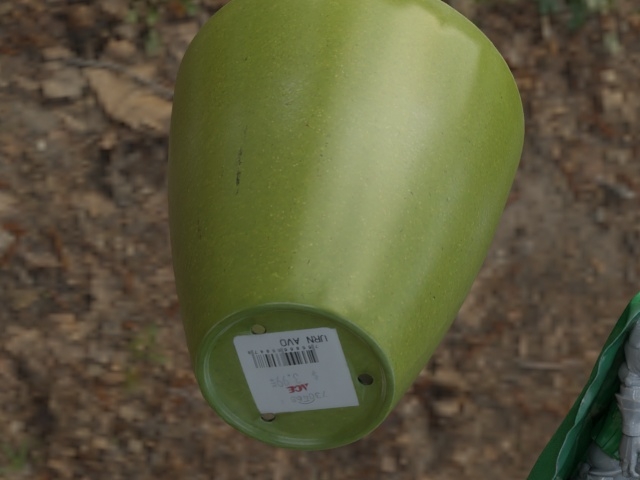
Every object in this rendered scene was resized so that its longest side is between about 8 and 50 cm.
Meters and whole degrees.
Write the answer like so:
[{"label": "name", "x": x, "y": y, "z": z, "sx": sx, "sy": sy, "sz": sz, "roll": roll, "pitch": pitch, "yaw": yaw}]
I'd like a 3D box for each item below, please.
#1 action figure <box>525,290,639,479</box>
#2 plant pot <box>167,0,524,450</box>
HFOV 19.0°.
[{"label": "action figure", "x": 0.174, "y": 0.087, "z": 1.024, "sx": 0.137, "sy": 0.063, "sz": 0.232, "roll": -20, "pitch": 140, "yaw": -39}, {"label": "plant pot", "x": 0.000, "y": 0.000, "z": 1.374, "sx": 0.275, "sy": 0.274, "sz": 0.293, "roll": 53, "pitch": 29, "yaw": -29}]
